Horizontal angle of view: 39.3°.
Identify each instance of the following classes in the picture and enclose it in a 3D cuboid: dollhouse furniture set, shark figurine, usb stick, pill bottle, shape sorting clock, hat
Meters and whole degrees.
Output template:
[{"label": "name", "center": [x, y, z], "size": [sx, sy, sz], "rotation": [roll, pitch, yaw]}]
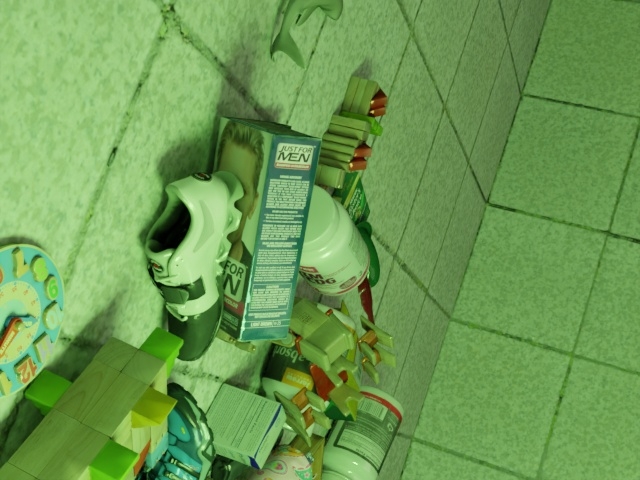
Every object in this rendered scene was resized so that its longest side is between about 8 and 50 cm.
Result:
[{"label": "dollhouse furniture set", "center": [-0.105, 0.159, 1.796], "size": [0.144, 0.123, 0.151], "rotation": [-70, 158, -12]}, {"label": "shark figurine", "center": [0.000, -0.441, 1.672], "size": [0.278, 0.116, 0.166], "rotation": [-53, 149, -47]}, {"label": "usb stick", "center": [-0.158, 0.471, 1.985], "size": [0.278, 0.045, 0.077], "rotation": [-17, 124, -66]}, {"label": "pill bottle", "center": [0.000, 0.000, 1.898], "size": [0.160, 0.160, 0.283], "rotation": [-68, 157, -16]}, {"label": "dollhouse furniture set", "center": [0.011, 0.246, 1.841], "size": [0.262, 0.135, 0.259], "rotation": [-39, 144, -21]}, {"label": "pill bottle", "center": [0.101, 0.583, 2.523], "size": [0.318, 0.176, 0.176], "rotation": [-60, 155, -32]}, {"label": "shape sorting clock", "center": [-0.399, 0.105, 1.151], "size": [0.206, 0.040, 0.206], "rotation": [15, 90, -69]}, {"label": "hat", "center": [0.136, 0.085, 2.185], "size": [0.173, 0.183, 0.208], "rotation": [-10, 127, -58]}, {"label": "pill bottle", "center": [-0.036, 0.286, 2.003], "size": [0.162, 0.162, 0.278], "rotation": [52, 55, -64]}]

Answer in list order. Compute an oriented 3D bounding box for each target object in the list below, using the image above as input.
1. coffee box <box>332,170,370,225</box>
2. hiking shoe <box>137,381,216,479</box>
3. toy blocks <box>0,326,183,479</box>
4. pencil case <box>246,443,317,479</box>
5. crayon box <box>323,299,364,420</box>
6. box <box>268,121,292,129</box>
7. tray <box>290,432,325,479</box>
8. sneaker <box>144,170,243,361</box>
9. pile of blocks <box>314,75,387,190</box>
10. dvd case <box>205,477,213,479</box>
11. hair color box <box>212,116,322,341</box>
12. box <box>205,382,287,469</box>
[{"label": "coffee box", "center": [0.072, -0.078, 2.187], "size": [0.113, 0.040, 0.184], "rotation": [-64, 156, -25]}, {"label": "hiking shoe", "center": [-0.265, 0.404, 1.591], "size": [0.132, 0.113, 0.304], "rotation": [-19, 113, -40]}, {"label": "toy blocks", "center": [-0.341, 0.336, 1.311], "size": [0.381, 0.190, 0.261], "rotation": [-55, 163, -41]}, {"label": "pencil case", "center": [-0.129, 0.575, 1.976], "size": [0.284, 0.124, 0.124], "rotation": [-40, 141, -40]}, {"label": "crayon box", "center": [0.038, 0.302, 2.245], "size": [0.318, 0.081, 0.202], "rotation": [70, 25, -56]}, {"label": "box", "center": [-0.127, -0.126, 1.659], "size": [0.184, 0.045, 0.191], "rotation": [-9, 113, -63]}, {"label": "tray", "center": [-0.115, 0.665, 2.189], "size": [0.411, 0.076, 0.203], "rotation": [-42, 142, -55]}, {"label": "sneaker", "center": [-0.232, 0.047, 1.454], "size": [0.146, 0.122, 0.331], "rotation": [-7, 113, -48]}, {"label": "pile of blocks", "center": [0.076, -0.208, 2.010], "size": [0.362, 0.112, 0.149], "rotation": [-63, 156, -27]}, {"label": "dvd case", "center": [-0.289, 0.563, 1.763], "size": [0.221, 0.018, 0.165], "rotation": [16, 90, -69]}, {"label": "hair color box", "center": [-0.113, -0.022, 1.514], "size": [0.105, 0.174, 0.347], "rotation": [1, 105, -37]}, {"label": "box", "center": [-0.157, 0.372, 1.793], "size": [0.126, 0.137, 0.072], "rotation": [-62, 155, -30]}]
